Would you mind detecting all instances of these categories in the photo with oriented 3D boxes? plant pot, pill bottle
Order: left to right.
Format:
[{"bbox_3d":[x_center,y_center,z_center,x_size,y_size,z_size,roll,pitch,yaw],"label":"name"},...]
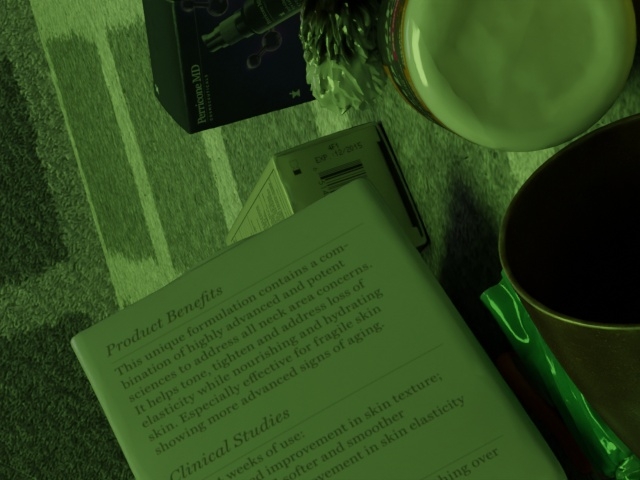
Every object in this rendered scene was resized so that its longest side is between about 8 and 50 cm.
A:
[{"bbox_3d":[0.127,-0.154,1.367,0.278,0.162,0.162,-122,16,-82],"label":"pill bottle"},{"bbox_3d":[0.256,0.064,1.244,0.215,0.215,0.230,48,166,52],"label":"plant pot"}]

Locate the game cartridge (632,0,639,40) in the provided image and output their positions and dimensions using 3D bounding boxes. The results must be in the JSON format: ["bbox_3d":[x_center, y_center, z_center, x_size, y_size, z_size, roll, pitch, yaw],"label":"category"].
[{"bbox_3d":[0.229,-0.290,1.186,0.324,0.052,0.285,108,140,-66],"label":"game cartridge"}]

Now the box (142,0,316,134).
[{"bbox_3d":[-0.068,-0.218,1.881,0.108,0.207,0.153,-132,29,-52],"label":"box"}]

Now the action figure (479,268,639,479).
[{"bbox_3d":[0.224,0.118,1.574,0.232,0.063,0.137,63,159,22],"label":"action figure"}]

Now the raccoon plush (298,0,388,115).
[{"bbox_3d":[-0.057,-0.323,1.454,0.216,0.299,0.447,-172,81,-64],"label":"raccoon plush"}]

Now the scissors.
[{"bbox_3d":[0.247,0.208,1.614,0.297,0.021,0.109,54,-167,24],"label":"scissors"}]

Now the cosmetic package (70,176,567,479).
[{"bbox_3d":[0.023,0.228,1.740,0.394,0.329,0.327,59,176,38],"label":"cosmetic package"}]

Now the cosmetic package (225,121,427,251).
[{"bbox_3d":[0.000,0.000,2.027,0.153,0.129,0.296,67,161,10],"label":"cosmetic package"}]
